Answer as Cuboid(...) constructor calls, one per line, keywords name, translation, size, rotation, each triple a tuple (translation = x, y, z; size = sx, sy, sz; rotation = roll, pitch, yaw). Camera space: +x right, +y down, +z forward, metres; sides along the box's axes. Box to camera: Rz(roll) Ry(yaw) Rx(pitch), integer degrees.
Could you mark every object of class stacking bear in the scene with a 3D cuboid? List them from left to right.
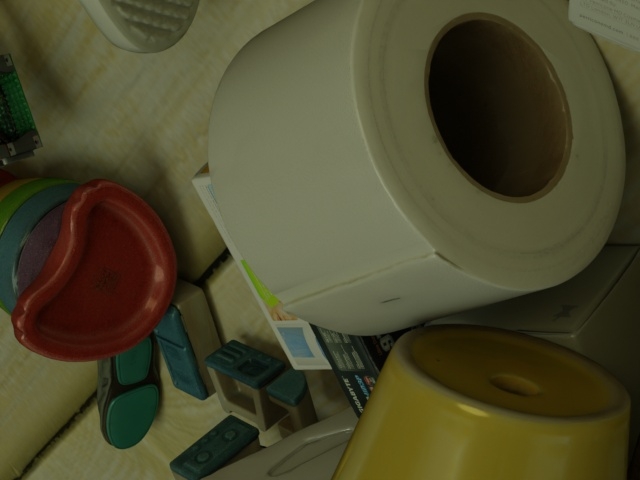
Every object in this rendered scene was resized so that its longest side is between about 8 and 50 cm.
Cuboid(name="stacking bear", translation=(-0.293, 0.002, 1.513), size=(0.289, 0.175, 0.164), rotation=(23, 175, 43))

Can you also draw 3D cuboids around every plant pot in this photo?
Cuboid(name="plant pot", translation=(0.106, 0.197, 1.025), size=(0.254, 0.254, 0.239), rotation=(22, 110, 29))

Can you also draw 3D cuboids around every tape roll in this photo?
Cuboid(name="tape roll", translation=(0.068, -0.067, 1.030), size=(0.169, 0.246, 0.246), rotation=(-21, 107, 50))

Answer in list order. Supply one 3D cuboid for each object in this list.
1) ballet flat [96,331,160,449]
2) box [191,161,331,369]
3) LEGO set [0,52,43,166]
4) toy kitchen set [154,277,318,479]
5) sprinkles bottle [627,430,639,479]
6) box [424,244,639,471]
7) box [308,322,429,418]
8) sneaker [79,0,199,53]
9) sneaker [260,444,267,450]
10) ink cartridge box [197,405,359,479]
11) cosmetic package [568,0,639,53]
Cuboid(name="ballet flat", translation=(-0.216, 0.144, 1.650), size=(0.068, 0.072, 0.213), rotation=(56, 151, 35))
Cuboid(name="box", translation=(0.000, 0.000, 1.268), size=(0.114, 0.103, 0.203), rotation=(-7, 118, 47))
Cuboid(name="LEGO set", translation=(-0.429, -0.156, 1.390), size=(0.255, 0.192, 0.331), rotation=(-6, 101, 33))
Cuboid(name="toy kitchen set", translation=(-0.125, 0.151, 1.450), size=(0.207, 0.166, 0.122), rotation=(19, 135, 43))
Cuboid(name="sprinkles bottle", translation=(0.291, 0.056, 0.977), size=(0.121, 0.121, 0.355), rotation=(25, 127, 26))
Cuboid(name="box", translation=(0.217, 0.162, 1.192), size=(0.148, 0.121, 0.311), rotation=(2, 124, 43))
Cuboid(name="box", translation=(0.052, 0.006, 1.166), size=(0.051, 0.175, 0.220), rotation=(-4, 121, 46))
Cuboid(name="sneaker", translation=(-0.207, -0.321, 1.174), size=(0.150, 0.135, 0.366), rotation=(3, 117, 51))
Cuboid(name="sneaker", translation=(0.006, 0.297, 1.480), size=(0.279, 0.118, 0.107), rotation=(14, 149, 9))
Cuboid(name="ink cartridge box", translation=(0.071, 0.361, 1.350), size=(0.395, 0.285, 0.166), rotation=(66, 174, -23))
Cuboid(name="cosmetic package", translation=(0.207, -0.227, 0.839), size=(0.085, 0.117, 0.231), rotation=(28, 143, 31))
